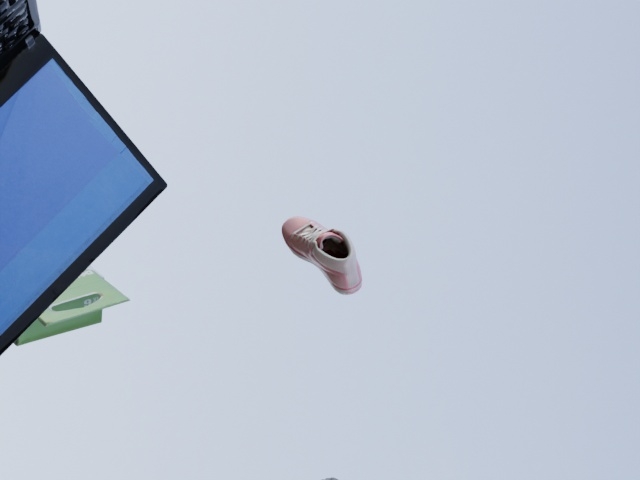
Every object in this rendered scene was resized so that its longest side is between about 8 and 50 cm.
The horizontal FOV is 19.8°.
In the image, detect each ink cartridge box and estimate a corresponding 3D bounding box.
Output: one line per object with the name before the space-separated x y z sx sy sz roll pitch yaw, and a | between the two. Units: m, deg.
ink cartridge box | -0.309 0.057 2.020 0.209 0.109 0.062 35 -51 43

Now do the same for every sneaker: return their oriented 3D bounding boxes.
sneaker | 0.000 0.000 2.144 0.134 0.051 0.070 45 -20 35

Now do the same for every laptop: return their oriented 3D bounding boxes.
laptop | -0.227 -0.035 1.214 0.136 0.234 0.264 42 -14 5

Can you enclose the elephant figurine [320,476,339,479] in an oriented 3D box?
elephant figurine | 0.076 0.307 1.777 0.169 0.239 0.186 -38 -90 23
